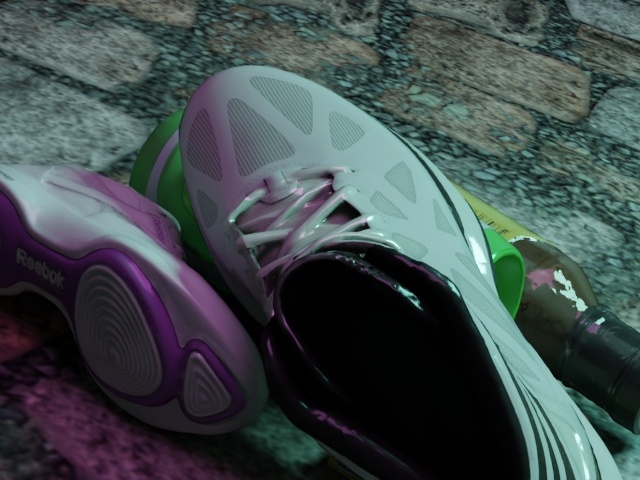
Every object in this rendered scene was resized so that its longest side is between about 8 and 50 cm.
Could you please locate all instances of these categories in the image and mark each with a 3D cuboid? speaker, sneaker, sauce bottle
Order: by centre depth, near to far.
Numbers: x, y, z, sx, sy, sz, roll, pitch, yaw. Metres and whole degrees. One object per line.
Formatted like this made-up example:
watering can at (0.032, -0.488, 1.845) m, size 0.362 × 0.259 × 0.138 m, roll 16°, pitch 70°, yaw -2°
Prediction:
sneaker at (0.021, 0.007, 0.980) m, size 0.447 × 0.169 × 0.257 m, roll 53°, pitch 0°, yaw 30°
sneaker at (-0.126, 0.020, 1.123) m, size 0.152 × 0.114 × 0.305 m, roll -13°, pitch 39°, yaw -46°
speaker at (0.000, 0.000, 1.213) m, size 0.296 × 0.131 × 0.131 m, roll 25°, pitch 25°, yaw 28°
sauce bottle at (0.132, 0.035, 1.281) m, size 0.344 × 0.111 × 0.111 m, roll 36°, pitch 30°, yaw 29°

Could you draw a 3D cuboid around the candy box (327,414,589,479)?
candy box at (0.101, 0.141, 1.136) m, size 0.105 × 0.027 × 0.206 m, roll 32°, pitch 28°, yaw 22°
